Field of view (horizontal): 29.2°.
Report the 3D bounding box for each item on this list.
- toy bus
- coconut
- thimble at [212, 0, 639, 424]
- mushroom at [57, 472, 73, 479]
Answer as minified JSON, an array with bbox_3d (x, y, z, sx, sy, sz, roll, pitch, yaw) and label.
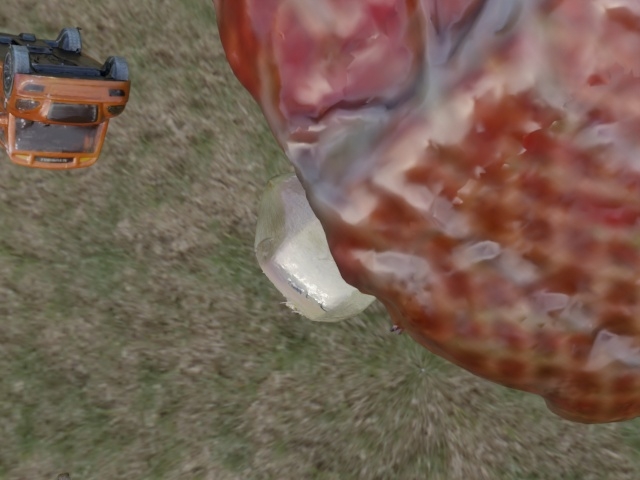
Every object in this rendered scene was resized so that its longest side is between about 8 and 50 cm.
[{"bbox_3d":[-0.346,-0.181,1.527,0.143,0.329,0.153,1,106,-27],"label":"toy bus"},{"bbox_3d":[0.000,0.000,1.422,0.183,0.171,0.171,42,89,-6],"label":"coconut"},{"bbox_3d":[0.133,-0.108,0.559,0.230,0.350,0.350,-40,81,29],"label":"thimble"},{"bbox_3d":[-0.161,0.207,0.859,0.019,0.049,0.101,-23,59,-19],"label":"mushroom"}]
